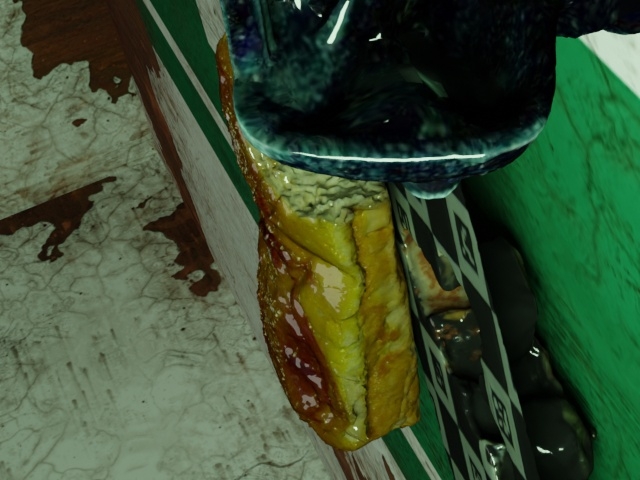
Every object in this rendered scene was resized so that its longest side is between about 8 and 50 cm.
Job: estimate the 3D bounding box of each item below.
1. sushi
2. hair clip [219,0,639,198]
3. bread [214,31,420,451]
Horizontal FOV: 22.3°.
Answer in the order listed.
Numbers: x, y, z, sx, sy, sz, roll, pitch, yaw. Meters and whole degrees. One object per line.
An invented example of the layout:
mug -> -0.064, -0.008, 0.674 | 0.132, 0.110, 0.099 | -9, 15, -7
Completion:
sushi -> 0.126, 0.070, 1.135 | 0.339, 0.068, 0.320 | -145, 38, -79
hair clip -> 0.036, -0.168, 0.591 | 0.194, 0.206, 0.310 | 84, 167, -45
bread -> 0.000, 0.000, 1.244 | 0.380, 0.109, 0.185 | 81, 171, -45
